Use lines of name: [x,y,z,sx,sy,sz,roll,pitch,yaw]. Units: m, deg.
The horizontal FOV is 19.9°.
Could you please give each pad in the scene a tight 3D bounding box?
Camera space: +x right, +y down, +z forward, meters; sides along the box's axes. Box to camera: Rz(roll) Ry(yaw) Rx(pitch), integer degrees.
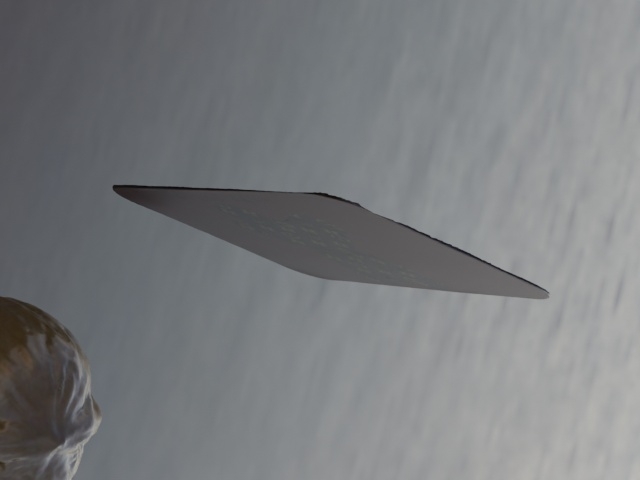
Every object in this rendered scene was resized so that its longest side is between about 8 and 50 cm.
pad: [0.000,0.000,1.103,0.181,0.267,0.004,24,79,-32]

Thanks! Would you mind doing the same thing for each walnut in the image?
walnut: [-0.292,0.148,1.624,0.213,0.213,0.213,14,90,-73]
